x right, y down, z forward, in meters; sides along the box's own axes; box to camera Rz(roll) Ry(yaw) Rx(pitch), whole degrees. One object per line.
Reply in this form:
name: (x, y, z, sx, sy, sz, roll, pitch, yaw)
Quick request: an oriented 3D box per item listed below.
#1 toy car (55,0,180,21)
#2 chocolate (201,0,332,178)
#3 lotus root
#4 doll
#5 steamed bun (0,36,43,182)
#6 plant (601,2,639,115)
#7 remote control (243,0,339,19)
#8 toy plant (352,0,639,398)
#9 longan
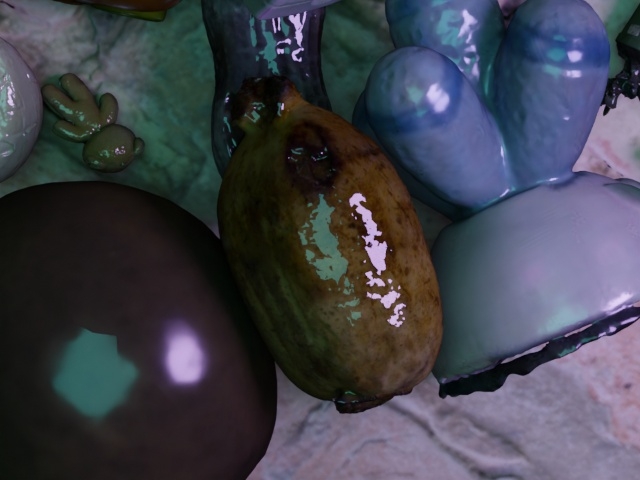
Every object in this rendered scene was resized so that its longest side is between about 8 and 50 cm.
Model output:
toy car: (-0.200, -0.259, 1.470, 0.235, 0.235, 0.145, 12, 94, 1)
chocolate: (-0.041, -0.133, 1.532, 0.110, 0.110, 0.248, -1, 93, 2)
lotus root: (0.000, 0.000, 1.374, 0.145, 0.128, 0.260, -19, 92, 37)
doll: (-0.187, -0.098, 1.563, 0.061, 0.051, 0.093, -33, 96, -25)
steamed bun: (-0.281, -0.108, 1.544, 0.112, 0.091, 0.130, -6, 96, 7)
plant: (0.258, -0.145, 1.547, 0.051, 0.051, 0.102, 27, 98, 0)
remote control: (-0.086, -0.329, 1.479, 0.050, 0.145, 0.344, -41, 77, 41)
toy plant: (0.135, -0.069, 1.474, 0.247, 0.247, 0.332, -23, 89, 3)
longan: (-0.173, 0.096, 1.460, 0.297, 0.297, 0.297, 0, 94, 2)
